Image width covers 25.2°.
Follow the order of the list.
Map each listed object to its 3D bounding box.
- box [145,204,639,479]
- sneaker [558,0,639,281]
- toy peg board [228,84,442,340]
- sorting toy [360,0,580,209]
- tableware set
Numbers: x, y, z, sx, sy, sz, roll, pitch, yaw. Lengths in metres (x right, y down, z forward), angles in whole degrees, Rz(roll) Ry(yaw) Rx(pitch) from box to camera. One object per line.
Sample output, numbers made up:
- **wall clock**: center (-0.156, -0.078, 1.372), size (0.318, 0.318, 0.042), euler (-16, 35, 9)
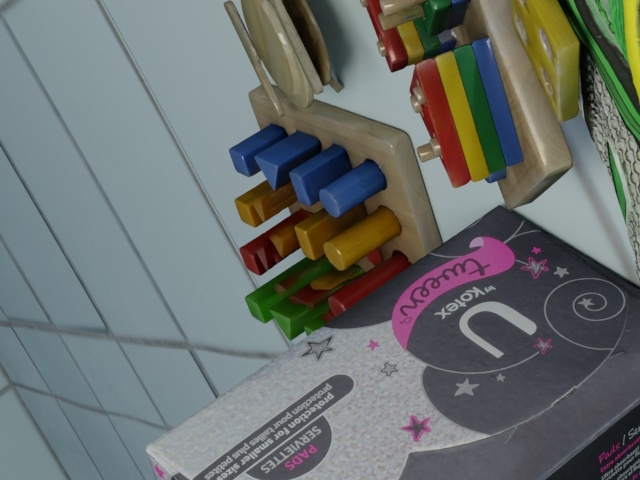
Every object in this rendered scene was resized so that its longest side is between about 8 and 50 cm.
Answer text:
- **box**: center (0.062, 0.120, 0.736), size (0.163, 0.247, 0.142), euler (36, 148, 40)
- **sneaker**: center (0.169, -0.028, 0.528), size (0.146, 0.134, 0.343), euler (-112, 1, -54)
- **toy peg board**: center (0.000, 0.000, 0.923), size (0.161, 0.079, 0.160), euler (25, 142, 51)
- **sorting toy**: center (0.054, -0.078, 0.601), size (0.274, 0.046, 0.132), euler (81, 169, -85)
- **tableware set**: center (-0.037, -0.170, 0.828), size (0.194, 0.039, 0.128), euler (65, 168, -4)
